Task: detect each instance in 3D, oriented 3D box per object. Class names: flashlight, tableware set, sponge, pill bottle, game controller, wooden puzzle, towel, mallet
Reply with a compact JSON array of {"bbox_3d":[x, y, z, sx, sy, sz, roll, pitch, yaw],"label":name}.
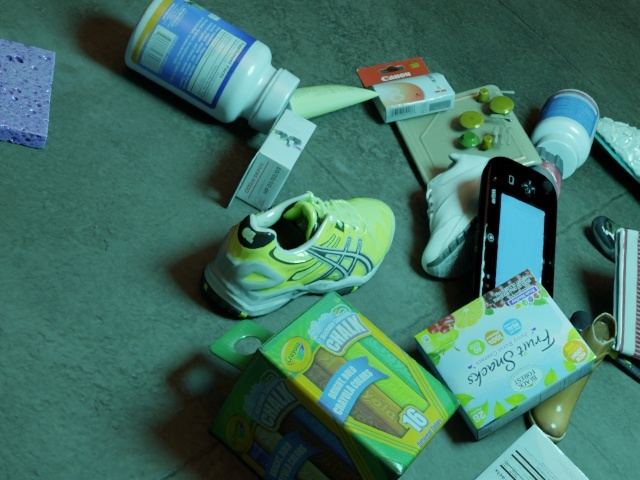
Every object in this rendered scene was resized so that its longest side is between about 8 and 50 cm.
[{"bbox_3d":[0.395,-0.055,1.906,0.103,0.103,0.304,8,39,12],"label":"flashlight"},{"bbox_3d":[0.317,-0.232,1.960,0.104,0.024,0.154,5,52,7],"label":"tableware set"},{"bbox_3d":[-0.471,-0.230,1.565,0.117,0.031,0.210,13,42,-22],"label":"sponge"},{"bbox_3d":[0.502,-0.216,2.124,0.124,0.124,0.221,33,38,1],"label":"pill bottle"},{"bbox_3d":[0.323,0.019,1.704,0.166,0.067,0.319,25,62,-37],"label":"game controller"},{"bbox_3d":[-0.178,-0.294,1.731,0.272,0.152,0.152,30,39,-3],"label":"pill bottle"},{"bbox_3d":[0.276,-0.195,1.971,0.239,0.044,0.221,-13,53,-11],"label":"wooden puzzle"},{"bbox_3d":[0.651,0.126,1.846,0.329,0.037,0.237,17,68,-25],"label":"towel"},{"bbox_3d":[0.499,0.200,1.759,0.190,0.039,0.062,43,39,6],"label":"mallet"}]

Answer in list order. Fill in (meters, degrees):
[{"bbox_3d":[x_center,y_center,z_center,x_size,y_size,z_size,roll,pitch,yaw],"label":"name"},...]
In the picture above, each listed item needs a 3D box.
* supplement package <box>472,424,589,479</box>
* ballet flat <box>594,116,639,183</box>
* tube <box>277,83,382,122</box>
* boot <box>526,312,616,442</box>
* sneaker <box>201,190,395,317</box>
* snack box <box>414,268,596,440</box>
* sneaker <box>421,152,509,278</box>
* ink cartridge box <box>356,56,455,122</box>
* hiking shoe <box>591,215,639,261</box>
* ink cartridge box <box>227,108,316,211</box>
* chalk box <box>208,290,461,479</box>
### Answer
[{"bbox_3d":[0.216,0.357,1.217,0.203,0.194,0.149,-39,73,-15],"label":"supplement package"},{"bbox_3d":[0.741,-0.129,2.177,0.147,0.147,0.409,-13,60,-42],"label":"ballet flat"},{"bbox_3d":[0.007,-0.260,1.892,0.240,0.062,0.070,-22,72,-46],"label":"tube"},{"bbox_3d":[0.391,0.206,1.582,0.073,0.152,0.197,30,39,-3],"label":"boot"},{"bbox_3d":[0.000,0.000,1.546,0.145,0.147,0.385,45,39,18],"label":"sneaker"},{"bbox_3d":[0.273,0.169,1.528,0.207,0.070,0.174,-30,63,-5],"label":"snack box"},{"bbox_3d":[0.234,-0.045,1.793,0.129,0.111,0.297,16,46,21],"label":"sneaker"},{"bbox_3d":[0.166,-0.311,2.014,0.146,0.045,0.179,-13,49,-11],"label":"ink cartridge box"},{"bbox_3d":[0.637,0.007,1.986,0.227,0.114,0.086,35,37,2],"label":"hiking shoe"},{"bbox_3d":[-0.077,-0.120,1.653,0.062,0.104,0.181,30,40,-2],"label":"ink cartridge box"},{"bbox_3d":[-0.007,0.200,1.305,0.289,0.179,0.180,40,39,10],"label":"chalk box"}]
